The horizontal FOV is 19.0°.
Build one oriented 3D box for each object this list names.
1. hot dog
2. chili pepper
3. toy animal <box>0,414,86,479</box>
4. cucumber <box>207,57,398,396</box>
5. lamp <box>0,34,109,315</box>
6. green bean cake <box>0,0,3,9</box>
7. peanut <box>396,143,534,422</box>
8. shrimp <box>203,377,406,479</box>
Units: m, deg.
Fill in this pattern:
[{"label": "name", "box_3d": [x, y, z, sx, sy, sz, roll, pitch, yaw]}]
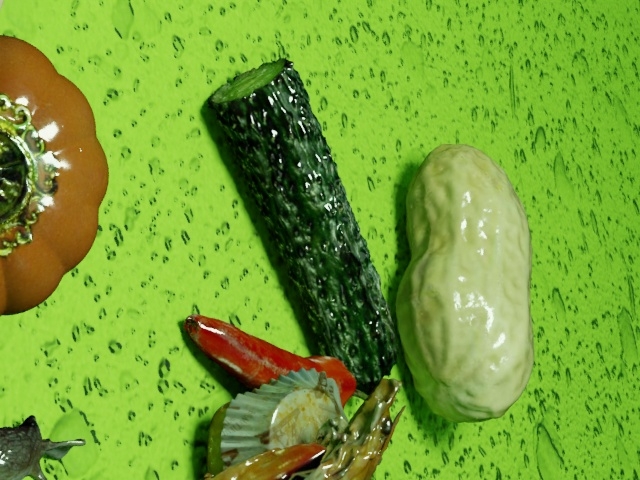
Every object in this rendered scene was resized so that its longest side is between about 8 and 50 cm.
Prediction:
[{"label": "hot dog", "box_3d": [-0.018, 0.241, 1.784, 0.162, 0.082, 0.270, -39, 122, -32]}, {"label": "chili pepper", "box_3d": [-0.034, 0.128, 1.822, 0.272, 0.071, 0.063, 25, 99, -46]}, {"label": "toy animal", "box_3d": [-0.251, 0.173, 1.482, 0.202, 0.070, 0.105, 27, 45, -48]}, {"label": "cucumber", "box_3d": [0.000, 0.000, 1.884, 0.096, 0.096, 0.359, -49, 120, -52]}, {"label": "lamp", "box_3d": [-0.264, -0.046, 1.388, 0.223, 0.196, 0.223, 0, 91, -20]}, {"label": "green bean cake", "box_3d": [-0.296, -0.255, 1.504, 0.109, 0.085, 0.179, 41, 49, -43]}, {"label": "peanut", "box_3d": [0.155, 0.040, 2.070, 0.152, 0.152, 0.313, 27, 60, -51]}, {"label": "shrimp", "box_3d": [-0.036, 0.225, 1.676, 0.152, 0.063, 0.287, 35, 86, -24]}]
